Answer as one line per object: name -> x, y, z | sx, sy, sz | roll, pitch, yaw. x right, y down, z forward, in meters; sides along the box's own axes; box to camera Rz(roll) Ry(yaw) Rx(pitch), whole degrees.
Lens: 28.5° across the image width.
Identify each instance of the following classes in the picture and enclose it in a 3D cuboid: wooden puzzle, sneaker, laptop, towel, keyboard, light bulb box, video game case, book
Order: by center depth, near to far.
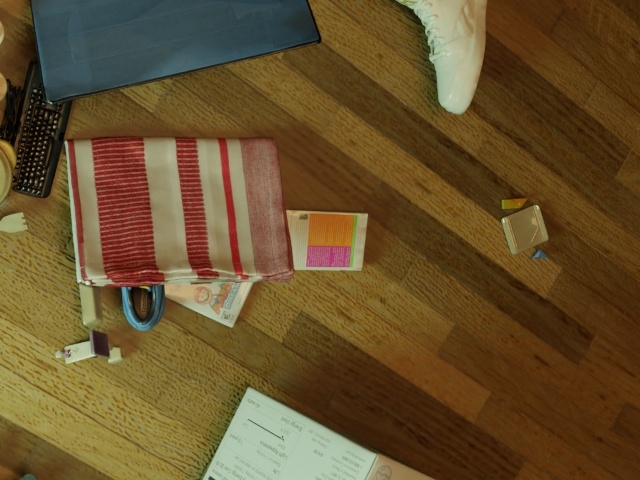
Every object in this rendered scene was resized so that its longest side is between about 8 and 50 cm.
laptop -> -0.236, -0.442, 1.727 | 0.381, 0.236, 0.408 | -13, 107, -5
keyboard -> -0.419, -0.163, 1.832 | 0.100, 0.038, 0.192 | 13, 88, -21
light bulb box -> -0.021, 0.454, 1.838 | 0.225, 0.358, 0.361 | 30, 83, -34
sneaker -> -0.265, 0.029, 1.871 | 0.069, 0.082, 0.209 | -4, 88, -5
towel -> -0.206, -0.048, 1.877 | 0.328, 0.037, 0.237 | -1, 69, -22
video game case -> -0.166, 0.036, 1.952 | 0.143, 0.019, 0.157 | 27, 84, -20
book -> 0.000, 0.000, 2.009 | 0.144, 0.035, 0.096 | 2, 96, -21
sneaker -> 0.176, -0.355, 2.022 | 0.169, 0.108, 0.293 | 9, 80, -20
wooden puzzle -> 0.349, -0.020, 2.153 | 0.078, 0.014, 0.116 | -14, 98, -16

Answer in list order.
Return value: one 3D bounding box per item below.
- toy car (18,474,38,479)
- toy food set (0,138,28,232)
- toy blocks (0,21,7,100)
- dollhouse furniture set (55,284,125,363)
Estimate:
toy car -> -0.497, 0.380, 1.789 | 0.155, 0.149, 0.188 | 47, 65, -7
toy food set -> -0.497, -0.098, 1.799 | 0.132, 0.038, 0.192 | -12, 110, -1
toy blocks -> -0.464, -0.251, 1.748 | 0.054, 0.148, 0.123 | -8, 96, -20
dollhouse furniture set -> -0.354, 0.129, 1.891 | 0.081, 0.091, 0.114 | -15, 73, 20
